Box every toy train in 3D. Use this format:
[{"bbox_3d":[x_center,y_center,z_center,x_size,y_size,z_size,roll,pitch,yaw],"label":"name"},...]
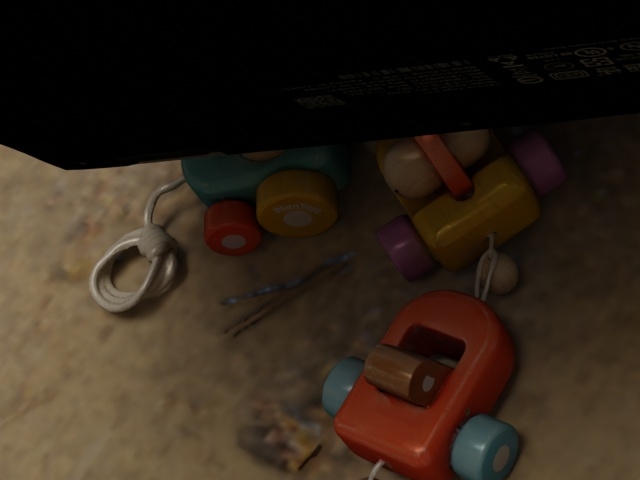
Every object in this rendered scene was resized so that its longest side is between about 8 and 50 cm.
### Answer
[{"bbox_3d":[0.000,0.000,0.548,0.166,0.046,0.125,26,73,36],"label":"toy train"}]

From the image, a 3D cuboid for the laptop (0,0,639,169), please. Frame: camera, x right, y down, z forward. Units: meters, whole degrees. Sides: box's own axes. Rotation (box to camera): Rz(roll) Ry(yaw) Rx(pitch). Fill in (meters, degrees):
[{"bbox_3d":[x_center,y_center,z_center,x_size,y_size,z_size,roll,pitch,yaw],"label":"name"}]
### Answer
[{"bbox_3d":[0.073,-0.155,0.449,0.382,0.408,0.236,-5,79,24],"label":"laptop"}]
